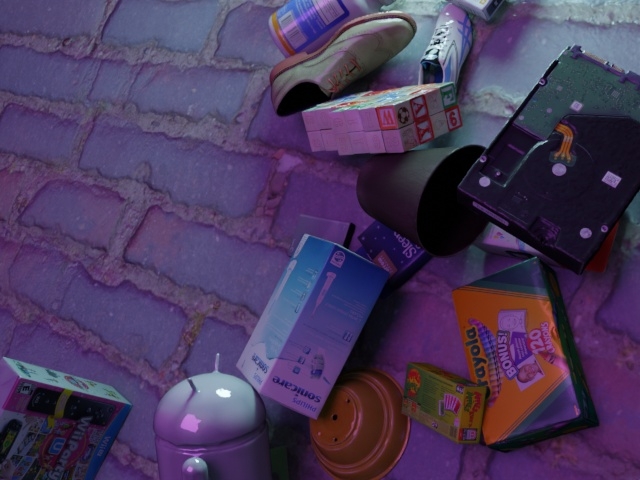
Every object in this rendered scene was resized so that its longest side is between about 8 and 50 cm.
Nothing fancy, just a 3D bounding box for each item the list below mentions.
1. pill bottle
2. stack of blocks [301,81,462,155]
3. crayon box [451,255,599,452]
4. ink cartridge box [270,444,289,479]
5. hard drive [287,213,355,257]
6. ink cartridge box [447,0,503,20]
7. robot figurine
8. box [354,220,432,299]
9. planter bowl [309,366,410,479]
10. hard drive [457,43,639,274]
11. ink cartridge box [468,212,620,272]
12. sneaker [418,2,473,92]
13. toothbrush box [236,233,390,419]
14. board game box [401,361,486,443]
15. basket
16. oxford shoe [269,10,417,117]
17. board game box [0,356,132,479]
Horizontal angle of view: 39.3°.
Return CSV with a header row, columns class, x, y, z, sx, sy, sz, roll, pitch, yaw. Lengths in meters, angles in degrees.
class,x,y,z,sx,sy,sz,roll,pitch,yaw
pill bottle,0.034,-0.495,1.930,0.272,0.152,0.152,-31,55,22
stack of blocks,0.098,-0.229,1.717,0.297,0.171,0.087,4,114,49
crayon box,0.329,0.187,1.466,0.165,0.081,0.278,-25,58,27
ink cartridge box,-0.168,0.498,1.731,0.235,0.056,0.171,-23,59,30
hard drive,0.000,0.000,1.832,0.135,0.022,0.094,11,78,40
ink cartridge box,0.311,-0.562,1.777,0.206,0.045,0.208,37,89,33
robot figurine,-0.188,0.388,1.594,0.200,0.300,0.353,-4,102,5
box,0.161,-0.006,1.706,0.225,0.036,0.136,-45,51,15
planter bowl,0.047,0.326,1.615,0.217,0.090,0.217,-15,63,31
hard drive,0.410,-0.139,1.450,0.237,0.064,0.339,33,75,19
ink cartridge box,0.379,-0.033,1.523,0.231,0.078,0.134,11,79,39
sneaker,0.241,-0.370,1.765,0.085,0.086,0.237,1,70,39
toothbrush box,-0.021,0.151,1.655,0.295,0.126,0.216,-62,17,-4
board game box,0.202,0.267,1.492,0.181,0.043,0.092,-167,84,-65
basket,0.176,-0.084,1.577,0.204,0.154,0.227,-56,30,-8
oxford shoe,0.048,-0.352,1.860,0.348,0.123,0.130,-25,44,27
board game box,-0.588,0.400,1.921,0.097,0.303,0.224,26,89,41
